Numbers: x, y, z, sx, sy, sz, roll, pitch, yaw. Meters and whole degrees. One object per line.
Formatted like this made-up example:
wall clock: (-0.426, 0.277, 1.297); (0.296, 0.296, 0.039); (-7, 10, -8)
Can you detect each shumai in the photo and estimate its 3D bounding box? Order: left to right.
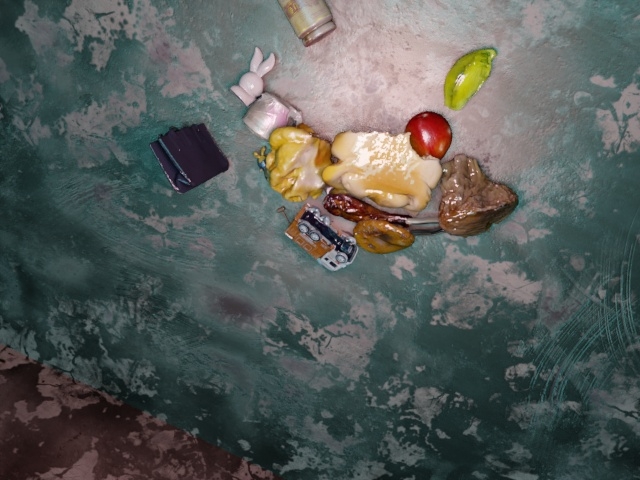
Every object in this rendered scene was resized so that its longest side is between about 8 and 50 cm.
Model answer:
shumai: (0.591, -0.177, 1.866); (0.346, 0.217, 0.283); (-23, 65, -12)

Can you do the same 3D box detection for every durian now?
durian: (0.545, -0.610, 1.735); (0.139, 0.101, 0.250); (11, 117, -34)

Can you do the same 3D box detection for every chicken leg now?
chicken leg: (0.192, -0.123, 1.955); (0.408, 0.158, 0.095); (14, 78, -21)

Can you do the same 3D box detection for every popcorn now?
popcorn: (-0.077, -0.311, 1.867); (0.298, 0.281, 0.315); (-6, 104, -35)

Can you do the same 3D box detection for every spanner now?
spanner: (0.520, -0.061, 1.960); (0.325, 0.040, 0.095); (-3, 127, 2)

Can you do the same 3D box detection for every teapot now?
teapot: (-0.183, -0.485, 1.862); (0.222, 0.163, 0.178); (37, 107, -7)

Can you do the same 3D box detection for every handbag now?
handbag: (-0.540, -0.352, 1.884); (0.119, 0.325, 0.269); (-24, 103, 24)

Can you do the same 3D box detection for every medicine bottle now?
medicine bottle: (-0.078, -0.890, 1.694); (0.151, 0.151, 0.322); (-27, 104, 18)

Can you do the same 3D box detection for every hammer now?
hammer: (-0.154, -0.100, 2.084); (0.036, 0.019, 0.110); (-24, 111, 17)

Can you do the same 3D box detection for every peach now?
peach: (0.413, -0.406, 1.784); (0.198, 0.197, 0.197); (3, 111, 8)

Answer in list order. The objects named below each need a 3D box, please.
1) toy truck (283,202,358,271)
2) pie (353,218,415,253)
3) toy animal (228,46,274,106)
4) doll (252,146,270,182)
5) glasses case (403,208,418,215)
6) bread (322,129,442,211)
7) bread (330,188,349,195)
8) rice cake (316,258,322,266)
toy truck: (0.000, 0.000, 1.988); (0.305, 0.136, 0.162); (40, 135, -8)
pie: (0.264, -0.016, 1.958); (0.274, 0.069, 0.273); (10, 154, 5)
toy animal: (-0.261, -0.647, 1.862); (0.104, 0.131, 0.220); (36, 86, 29)
doll: (-0.218, -0.308, 1.980); (0.089, 0.102, 0.179); (-3, 123, 56)
glasses case: (0.343, -0.181, 1.953); (0.194, 0.070, 0.102); (29, 140, -5)
bread: (0.234, -0.261, 1.724); (0.425, 0.329, 0.245); (19, 73, -6)
bread: (0.105, -0.237, 1.960); (0.157, 0.083, 0.094); (-11, 94, 15)
rice cake: (-0.034, 0.014, 2.092); (0.080, 0.042, 0.221); (-39, 98, 14)
